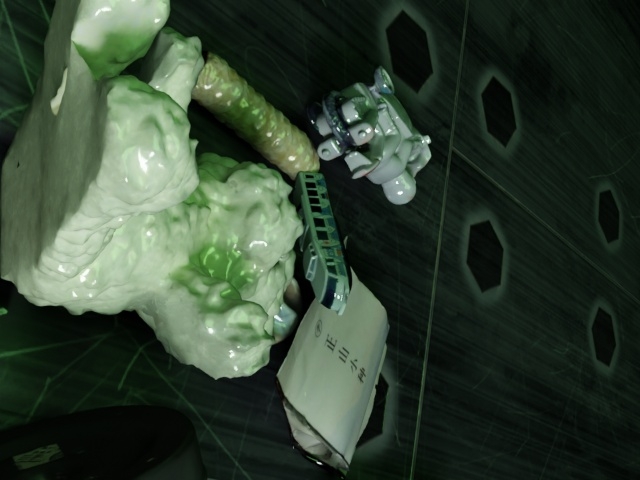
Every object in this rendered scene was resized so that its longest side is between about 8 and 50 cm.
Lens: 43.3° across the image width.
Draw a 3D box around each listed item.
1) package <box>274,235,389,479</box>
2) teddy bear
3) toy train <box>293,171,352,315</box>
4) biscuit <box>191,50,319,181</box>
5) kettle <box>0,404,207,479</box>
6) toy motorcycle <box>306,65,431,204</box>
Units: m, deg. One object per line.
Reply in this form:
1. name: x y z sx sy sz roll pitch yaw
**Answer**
1. package: 0.015 0.146 0.960 0.204 0.062 0.251 -67 149 -33
2. teddy bear: -0.081 -0.040 0.714 0.362 0.375 0.327 5 59 -34
3. toy train: 0.000 0.000 0.887 0.047 0.043 0.207 4 38 -14
4. biscuit: -0.075 -0.140 0.926 0.219 0.055 0.061 40 46 -38
5. kettle: -0.208 0.327 0.589 0.321 0.228 0.324 -15 98 -31
6. toy motorcycle: 0.077 -0.126 1.045 0.170 0.110 0.260 63 23 -1
